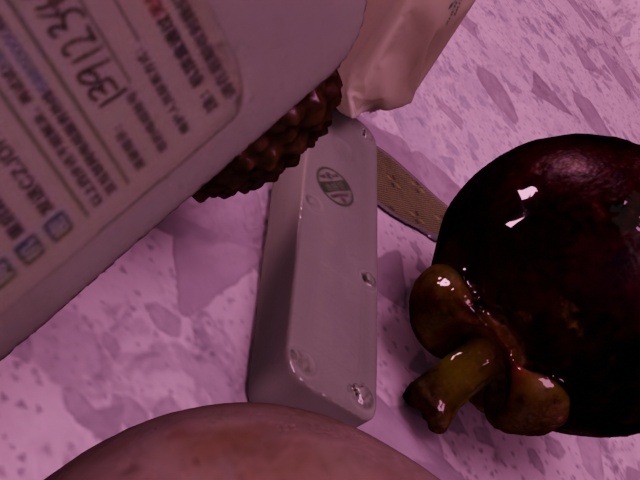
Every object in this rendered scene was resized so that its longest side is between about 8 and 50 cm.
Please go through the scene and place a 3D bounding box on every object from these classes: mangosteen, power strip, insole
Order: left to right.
[{"bbox_3d":[0.000,0.000,0.884,0.091,0.062,0.385,34,35,-25],"label":"power strip"},{"bbox_3d":[0.122,-0.032,1.134,0.322,0.007,0.109,34,35,-25],"label":"insole"},{"bbox_3d":[0.224,0.041,0.930,0.293,0.297,0.297,7,48,-19],"label":"mangosteen"}]

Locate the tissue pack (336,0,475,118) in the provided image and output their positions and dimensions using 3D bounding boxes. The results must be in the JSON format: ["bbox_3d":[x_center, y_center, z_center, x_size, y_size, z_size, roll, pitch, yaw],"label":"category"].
[{"bbox_3d":[0.048,-0.347,0.954,0.297,0.380,0.207,40,30,16],"label":"tissue pack"}]

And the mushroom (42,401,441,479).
[{"bbox_3d":[-0.032,0.232,0.458,0.290,0.298,0.297,73,-1,-59],"label":"mushroom"}]

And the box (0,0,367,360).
[{"bbox_3d":[-0.195,-0.144,0.427,0.396,0.111,0.396,-43,127,-19],"label":"box"}]

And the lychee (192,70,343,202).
[{"bbox_3d":[-0.120,-0.153,0.717,0.267,0.267,0.267,34,35,-28],"label":"lychee"}]
